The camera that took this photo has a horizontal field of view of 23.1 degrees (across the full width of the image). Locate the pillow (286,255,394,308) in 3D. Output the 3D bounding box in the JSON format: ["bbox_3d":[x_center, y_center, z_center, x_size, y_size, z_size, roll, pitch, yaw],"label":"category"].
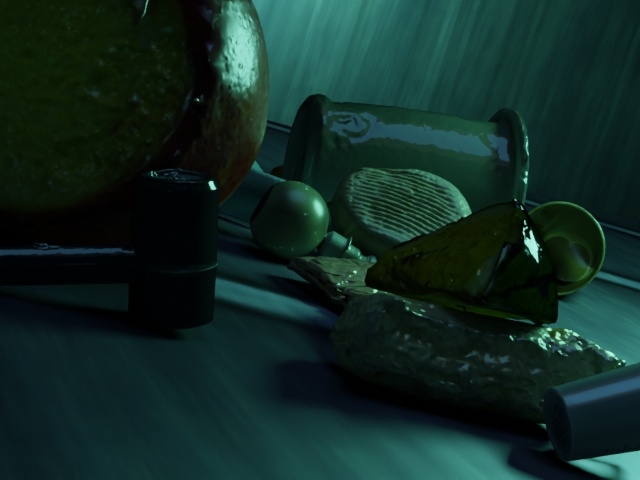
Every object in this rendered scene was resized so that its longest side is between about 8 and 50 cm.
[{"bbox_3d":[0.063,0.063,1.613,0.126,0.043,0.232,7,15,-30],"label":"pillow"}]

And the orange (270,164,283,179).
[{"bbox_3d":[-0.032,-0.079,2.258,0.086,0.062,0.086,-2,-13,0],"label":"orange"}]

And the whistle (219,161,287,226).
[{"bbox_3d":[-0.151,-0.086,1.899,0.274,0.093,0.186,16,-10,29],"label":"whistle"}]

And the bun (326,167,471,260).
[{"bbox_3d":[0.092,-0.010,1.882,0.167,0.113,0.173,-25,54,-36],"label":"bun"}]

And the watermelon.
[{"bbox_3d":[0.139,0.033,1.432,0.129,0.123,0.301,-17,5,-14],"label":"watermelon"}]

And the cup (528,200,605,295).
[{"bbox_3d":[0.330,0.015,2.252,0.177,0.131,0.155,-6,-3,17],"label":"cup"}]

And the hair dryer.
[{"bbox_3d":[-0.189,0.008,1.257,0.219,0.124,0.071,-3,12,-18],"label":"hair dryer"}]

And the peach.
[{"bbox_3d":[-0.234,-0.165,1.464,0.406,0.335,0.310,14,8,18],"label":"peach"}]

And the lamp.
[{"bbox_3d":[0.000,0.000,1.788,0.163,0.091,0.091,33,6,-11],"label":"lamp"}]

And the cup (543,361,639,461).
[{"bbox_3d":[0.245,0.146,1.284,0.116,0.074,0.104,-11,-27,-12],"label":"cup"}]

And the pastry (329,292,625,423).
[{"bbox_3d":[0.133,0.100,1.339,0.258,0.089,0.121,15,5,-21],"label":"pastry"}]

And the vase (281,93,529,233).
[{"bbox_3d":[0.103,-0.087,2.094,0.291,0.245,0.245,10,10,-10],"label":"vase"}]
